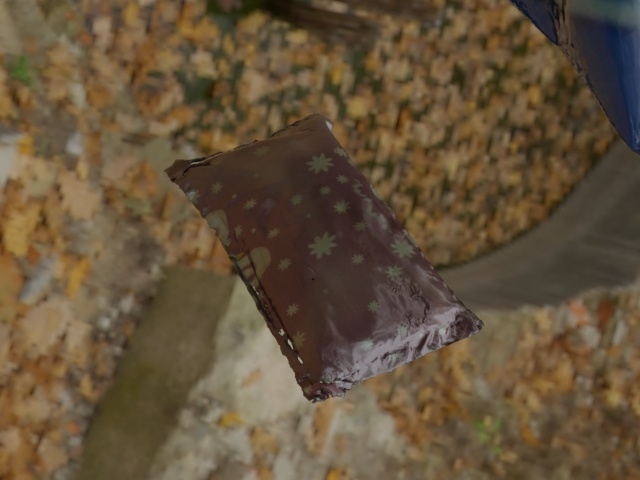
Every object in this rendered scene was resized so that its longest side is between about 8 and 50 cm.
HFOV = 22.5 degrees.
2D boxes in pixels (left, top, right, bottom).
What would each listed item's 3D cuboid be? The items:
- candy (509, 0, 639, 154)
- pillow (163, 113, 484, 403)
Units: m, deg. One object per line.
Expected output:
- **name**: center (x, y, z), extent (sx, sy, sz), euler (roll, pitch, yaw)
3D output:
- **candy**: center (0.128, -0.166, 0.706), extent (0.187, 0.331, 0.077), euler (-29, 143, -11)
- **pillow**: center (0.000, 0.000, 0.884), extent (0.118, 0.185, 0.043), euler (-20, 144, -27)
